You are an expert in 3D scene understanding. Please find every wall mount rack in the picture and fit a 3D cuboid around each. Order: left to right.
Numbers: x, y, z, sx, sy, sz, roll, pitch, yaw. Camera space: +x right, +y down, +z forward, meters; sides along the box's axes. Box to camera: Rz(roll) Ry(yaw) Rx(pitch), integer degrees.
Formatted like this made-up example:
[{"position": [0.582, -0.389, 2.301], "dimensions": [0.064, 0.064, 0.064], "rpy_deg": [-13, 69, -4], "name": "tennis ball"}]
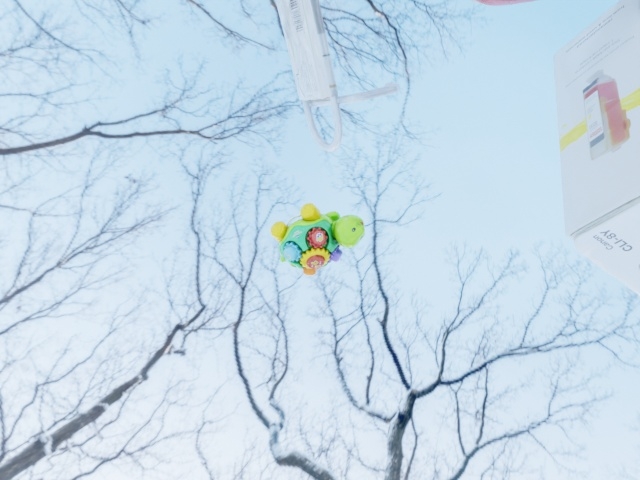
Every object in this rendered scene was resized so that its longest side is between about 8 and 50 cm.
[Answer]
[{"position": [0.002, -0.330, 1.067], "dimensions": [0.130, 0.304, 0.350], "rpy_deg": [-19, -74, -22], "name": "wall mount rack"}]

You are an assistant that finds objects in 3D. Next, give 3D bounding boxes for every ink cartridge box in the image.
[{"position": [0.480, -0.114, 0.894], "dimensions": [0.279, 0.385, 0.160], "rpy_deg": [30, -41, -20], "name": "ink cartridge box"}]

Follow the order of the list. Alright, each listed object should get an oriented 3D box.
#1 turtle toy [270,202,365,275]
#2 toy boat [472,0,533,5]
[{"position": [0.000, 0.000, 0.882], "dimensions": [0.130, 0.095, 0.066], "rpy_deg": [-30, -132, 16], "name": "turtle toy"}, {"position": [0.238, -0.334, 0.674], "dimensions": [0.231, 0.151, 0.151], "rpy_deg": [-14, -78, -14], "name": "toy boat"}]
